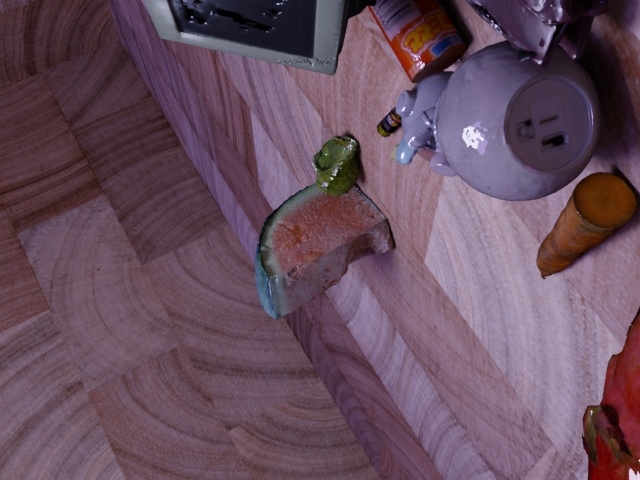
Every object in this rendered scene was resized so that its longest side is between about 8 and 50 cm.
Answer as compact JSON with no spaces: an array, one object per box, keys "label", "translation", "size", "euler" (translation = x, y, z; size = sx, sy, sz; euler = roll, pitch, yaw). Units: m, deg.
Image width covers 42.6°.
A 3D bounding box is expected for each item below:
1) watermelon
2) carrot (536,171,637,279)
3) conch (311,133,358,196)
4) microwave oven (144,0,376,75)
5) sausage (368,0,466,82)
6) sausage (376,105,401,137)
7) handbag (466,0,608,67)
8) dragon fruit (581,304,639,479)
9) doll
[{"label":"watermelon","translation":[0.000,0.000,1.396],"size":[0.226,0.318,0.148],"euler":[-1,117,29]},{"label":"carrot","translation":[0.254,-0.003,0.835],"size":[0.057,0.057,0.224],"euler":[60,171,16]},{"label":"conch","translation":[0.024,-0.127,1.368],"size":[0.089,0.074,0.121],"euler":[36,134,15]},{"label":"microwave oven","translation":[-0.033,-0.333,0.698],"size":[0.355,0.218,0.287],"euler":[99,-176,-81]},{"label":"sausage","translation":[0.066,-0.305,0.911],"size":[0.274,0.074,0.074],"euler":[61,166,10]},{"label":"sausage","translation":[0.109,-0.168,1.094],"size":[0.028,0.025,0.198],"euler":[66,167,0]},{"label":"handbag","translation":[0.155,-0.267,0.619],"size":[0.216,0.074,0.203],"euler":[54,154,32]},{"label":"dragon fruit","translation":[0.284,0.133,0.444],"size":[0.295,0.295,0.302],"euler":[140,140,-76]},{"label":"doll","translation":[0.156,-0.119,0.808],"size":[0.151,0.150,0.287],"euler":[67,172,-13]}]
